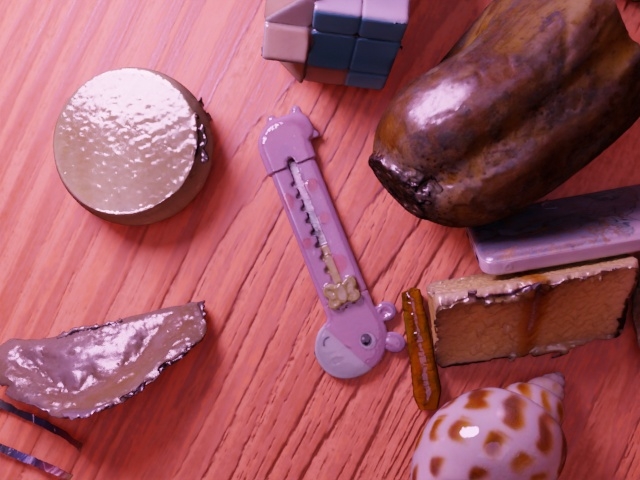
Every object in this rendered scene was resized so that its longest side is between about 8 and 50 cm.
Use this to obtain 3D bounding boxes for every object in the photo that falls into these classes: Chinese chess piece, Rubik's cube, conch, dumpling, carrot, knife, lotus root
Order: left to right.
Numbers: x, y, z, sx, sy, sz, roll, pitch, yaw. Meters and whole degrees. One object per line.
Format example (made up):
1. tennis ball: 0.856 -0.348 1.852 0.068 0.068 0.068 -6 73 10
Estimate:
1. dumpling: -0.312 0.192 1.014 0.332 0.086 0.166 -13 52 5
2. Chinese chess piece: -0.265 -0.133 1.033 0.237 0.092 0.238 -1 84 6
3. knife: 0.000 0.000 1.021 0.132 0.038 0.399 -21 83 1
4. Rubik's cube: 0.006 -0.327 0.943 0.212 0.265 0.225 7 72 -4
5. carrot: 0.139 0.150 0.995 0.042 0.042 0.171 -9 81 5
6. conch: 0.222 0.270 0.921 0.274 0.183 0.149 -21 55 -7
7. lotus root: 0.228 -0.166 0.914 0.346 0.250 0.250 -38 83 3

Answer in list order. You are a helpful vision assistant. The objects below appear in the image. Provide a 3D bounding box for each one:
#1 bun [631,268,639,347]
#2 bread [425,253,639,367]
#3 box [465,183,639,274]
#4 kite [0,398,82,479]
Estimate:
1. bun: 0.531 0.093 0.903 0.259 0.152 0.260 0 86 4
2. bread: 0.274 0.082 0.949 0.265 0.142 0.178 -8 126 4
3. box: 0.341 -0.018 0.941 0.284 0.142 0.044 -10 118 5
4. kite: -0.524 0.288 1.062 0.360 0.022 0.204 23 88 11
